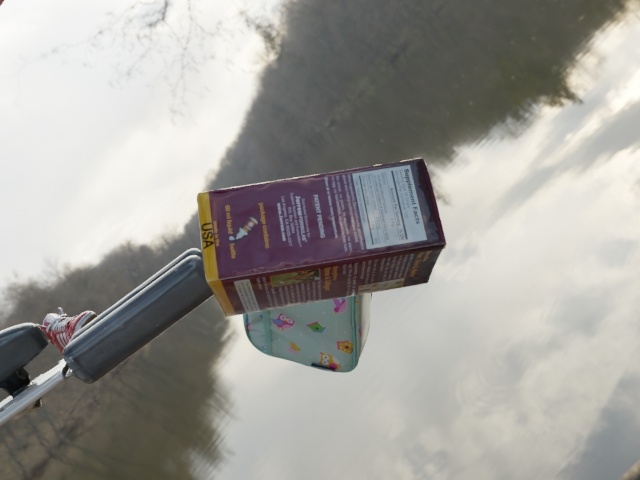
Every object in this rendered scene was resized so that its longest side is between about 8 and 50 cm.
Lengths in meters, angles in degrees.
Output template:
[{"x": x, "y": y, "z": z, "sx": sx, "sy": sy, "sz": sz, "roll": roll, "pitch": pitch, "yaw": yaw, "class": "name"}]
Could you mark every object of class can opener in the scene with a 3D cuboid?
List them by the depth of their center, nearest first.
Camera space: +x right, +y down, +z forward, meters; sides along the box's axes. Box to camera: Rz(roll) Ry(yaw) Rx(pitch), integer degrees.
[{"x": -0.236, "y": 0.088, "z": 0.701, "sx": 0.283, "sy": 0.095, "sz": 0.076, "roll": -37, "pitch": 14, "yaw": -1, "class": "can opener"}]

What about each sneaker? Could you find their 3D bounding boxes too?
[{"x": -0.315, "y": 0.105, "z": 0.878, "sx": 0.042, "sy": 0.067, "sz": 0.118, "roll": -41, "pitch": -6, "yaw": -42, "class": "sneaker"}]

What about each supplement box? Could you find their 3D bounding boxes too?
[{"x": 0.000, "y": 0.000, "z": 0.600, "sx": 0.188, "sy": 0.080, "sz": 0.104, "roll": -9, "pitch": -20, "yaw": -3, "class": "supplement box"}]

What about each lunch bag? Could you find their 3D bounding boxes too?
[{"x": -0.031, "y": 0.099, "z": 1.190, "sx": 0.108, "sy": 0.224, "sz": 0.279, "roll": -65, "pitch": -20, "yaw": -46, "class": "lunch bag"}]

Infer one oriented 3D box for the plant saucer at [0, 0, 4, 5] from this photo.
[{"x": -0.428, "y": -0.320, "z": 0.623, "sx": 0.332, "sy": 0.084, "sz": 0.332, "roll": -30, "pitch": -43, "yaw": -31, "class": "plant saucer"}]
